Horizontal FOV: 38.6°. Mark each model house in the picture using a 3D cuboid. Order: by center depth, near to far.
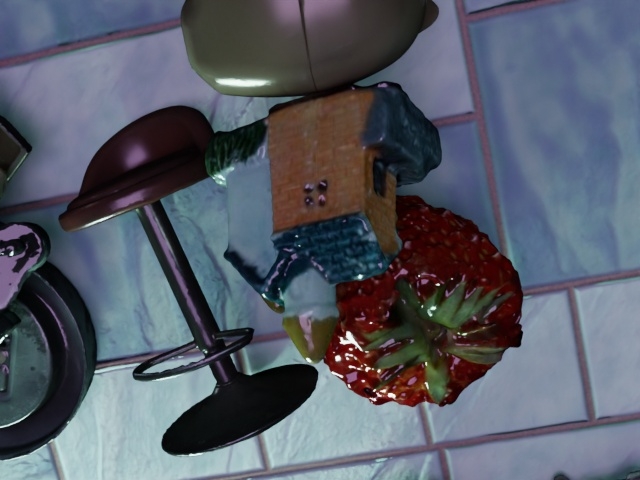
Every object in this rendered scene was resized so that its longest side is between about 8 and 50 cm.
[{"bbox_3d":[0.000,0.000,1.010,0.253,0.184,0.291,-10,65,28],"label":"model house"}]

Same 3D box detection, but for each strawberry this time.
[{"bbox_3d":[0.103,0.064,1.148,0.261,0.257,0.261,-7,123,-11],"label":"strawberry"}]

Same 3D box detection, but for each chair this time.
[{"bbox_3d":[-0.177,0.042,1.151,0.227,0.226,0.400,-21,100,11],"label":"chair"}]

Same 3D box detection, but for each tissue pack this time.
[{"bbox_3d":[-0.019,-0.357,1.012,0.277,0.267,0.386,-6,102,11],"label":"tissue pack"}]

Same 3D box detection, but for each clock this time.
[{"bbox_3d":[-0.474,0.155,1.291,0.319,0.066,0.318,1,103,5],"label":"clock"}]

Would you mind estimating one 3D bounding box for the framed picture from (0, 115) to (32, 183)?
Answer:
[{"bbox_3d":[-0.514,-0.159,1.205,0.265,0.018,0.192,46,128,-6],"label":"framed picture"}]

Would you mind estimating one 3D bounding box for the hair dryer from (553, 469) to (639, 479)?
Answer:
[{"bbox_3d":[0.439,0.281,1.216,0.361,0.121,0.301,-27,91,17],"label":"hair dryer"}]

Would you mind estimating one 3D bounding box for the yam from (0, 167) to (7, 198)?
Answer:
[{"bbox_3d":[-0.545,-0.097,1.205,0.300,0.066,0.066,12,105,18],"label":"yam"}]

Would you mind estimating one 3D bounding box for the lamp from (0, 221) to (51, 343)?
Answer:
[{"bbox_3d":[-0.534,0.097,1.143,0.272,0.205,0.374,29,88,-6],"label":"lamp"}]
